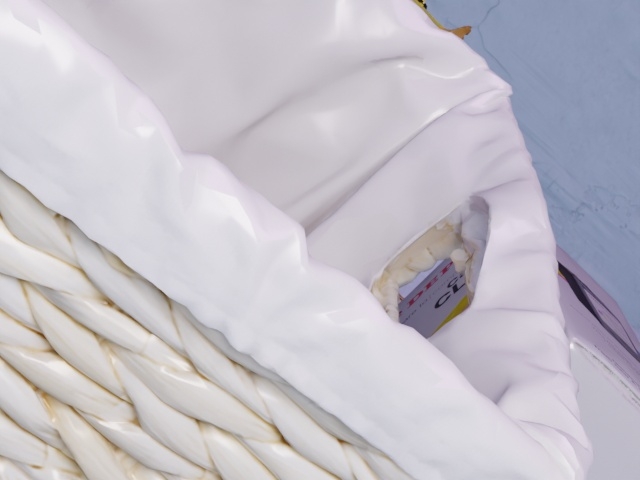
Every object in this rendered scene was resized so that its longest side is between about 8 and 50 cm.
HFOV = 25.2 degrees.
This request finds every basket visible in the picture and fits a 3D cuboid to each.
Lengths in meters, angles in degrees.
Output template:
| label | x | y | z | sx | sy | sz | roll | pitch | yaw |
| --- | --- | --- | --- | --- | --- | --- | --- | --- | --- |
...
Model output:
| label | x | y | z | sx | sy | sz | roll | pitch | yaw |
| --- | --- | --- | --- | --- | --- | --- | --- | --- | --- |
| basket | -0.117 | -0.018 | 0.530 | 0.331 | 0.266 | 0.328 | 41 | 21 | -17 |

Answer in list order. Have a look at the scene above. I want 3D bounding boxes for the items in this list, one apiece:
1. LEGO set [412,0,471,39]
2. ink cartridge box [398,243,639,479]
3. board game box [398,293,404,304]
| label | x | y | z | sx | sy | sz | roll | pitch | yaw |
| --- | --- | --- | --- | --- | --- | --- | --- | --- | --- |
| LEGO set | 0.000 | 0.000 | 0.901 | 0.192 | 0.331 | 0.255 | 44 | -8 | -9 |
| ink cartridge box | 0.105 | 0.125 | 0.948 | 0.131 | 0.226 | 0.306 | 43 | 11 | -12 |
| board game box | 0.036 | 0.071 | 1.192 | 0.147 | 0.045 | 0.193 | 42 | 13 | -12 |
